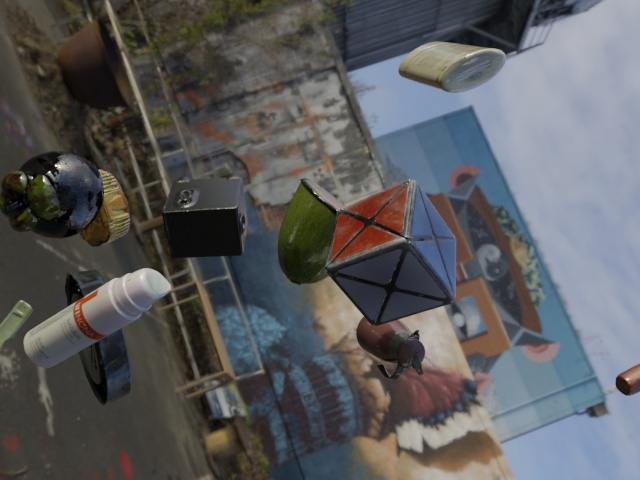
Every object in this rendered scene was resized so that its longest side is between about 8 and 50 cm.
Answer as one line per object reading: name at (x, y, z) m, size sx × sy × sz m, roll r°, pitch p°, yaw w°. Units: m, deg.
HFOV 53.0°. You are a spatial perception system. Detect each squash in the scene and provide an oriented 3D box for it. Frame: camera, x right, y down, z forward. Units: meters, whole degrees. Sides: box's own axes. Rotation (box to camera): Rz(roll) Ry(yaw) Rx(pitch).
squash at (-0.031, -0.007, 2.203) m, size 0.310 × 0.308 × 0.310 m, roll 37°, pitch 11°, yaw -8°

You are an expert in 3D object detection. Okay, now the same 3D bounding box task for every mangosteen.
mangosteen at (-0.635, -0.108, 1.520) m, size 0.243 × 0.243 × 0.242 m, roll 161°, pitch -90°, yaw -84°

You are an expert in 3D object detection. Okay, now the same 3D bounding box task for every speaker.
speaker at (-0.351, -0.083, 2.022) m, size 0.254 × 0.232 × 0.184 m, roll -92°, pitch 179°, yaw -60°

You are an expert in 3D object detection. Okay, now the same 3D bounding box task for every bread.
bread at (-0.581, -0.089, 1.704) m, size 0.114 × 0.132 × 0.190 m, roll -33°, pitch 109°, yaw -55°

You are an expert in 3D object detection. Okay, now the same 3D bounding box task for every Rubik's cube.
Rubik's cube at (0.190, 0.038, 1.688) m, size 0.260 × 0.255 × 0.259 m, roll 51°, pitch 34°, yaw -27°

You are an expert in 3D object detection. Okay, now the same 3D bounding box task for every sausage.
sausage at (0.597, 0.241, 1.168) m, size 0.039 × 0.131 × 0.041 m, roll 28°, pitch -45°, yaw 64°

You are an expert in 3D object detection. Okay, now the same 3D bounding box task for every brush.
brush at (-0.582, 0.185, 1.159) m, size 0.033 × 0.178 × 0.030 m, roll 38°, pitch -5°, yaw 7°

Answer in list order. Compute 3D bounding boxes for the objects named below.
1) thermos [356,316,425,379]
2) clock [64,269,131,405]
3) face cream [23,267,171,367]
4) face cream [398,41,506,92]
thermos at (0.223, 0.330, 1.998) m, size 0.176 × 0.146 × 0.265 m, roll -69°, pitch -159°, yaw 2°
clock at (-0.628, 0.268, 1.809) m, size 0.386 × 0.077 × 0.385 m, roll 33°, pitch -49°, yaw 50°
face cream at (-0.480, 0.162, 1.377) m, size 0.102 × 0.346 × 0.102 m, roll 50°, pitch 21°, yaw -27°
face cream at (0.319, -0.450, 1.644) m, size 0.348 × 0.174 × 0.081 m, roll -124°, pitch -171°, yaw -67°
